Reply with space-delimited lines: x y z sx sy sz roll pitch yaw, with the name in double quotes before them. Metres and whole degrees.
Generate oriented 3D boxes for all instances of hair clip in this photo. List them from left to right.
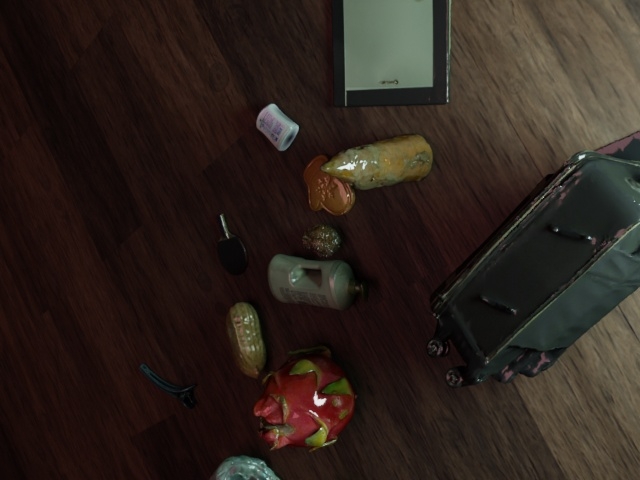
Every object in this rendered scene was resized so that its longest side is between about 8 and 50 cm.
"hair clip" -0.442 0.409 1.863 0.229 0.039 0.070 14 110 34

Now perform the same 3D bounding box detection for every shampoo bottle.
"shampoo bottle" -0.101 -0.257 1.462 0.099 0.043 0.072 45 122 20
"shampoo bottle" 0.001 0.094 1.439 0.234 0.087 0.118 4 120 35

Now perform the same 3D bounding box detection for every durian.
"durian" 0.000 0.000 1.422 0.080 0.091 0.080 -12 74 50

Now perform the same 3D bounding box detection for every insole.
"insole" 0.505 -0.133 1.080 0.232 0.003 0.080 -36 80 35

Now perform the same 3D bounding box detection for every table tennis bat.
"table tennis bat" -0.228 0.011 1.633 0.095 0.014 0.158 -15 93 38

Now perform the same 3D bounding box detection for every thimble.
"thimble" -0.193 0.664 1.662 0.210 0.185 0.149 27 123 -10

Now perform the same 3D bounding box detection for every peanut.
"peanut" -0.185 0.247 1.612 0.093 0.083 0.194 -5 98 37

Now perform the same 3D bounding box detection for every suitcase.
"suitcase" 0.380 0.051 1.047 0.434 0.283 0.194 -52 53 34

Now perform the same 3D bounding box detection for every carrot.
"carrot" 0.097 -0.145 1.215 0.101 0.263 0.102 12 107 45

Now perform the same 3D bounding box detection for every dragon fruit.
"dragon fruit" -0.035 0.356 1.451 0.224 0.227 0.224 2 93 35

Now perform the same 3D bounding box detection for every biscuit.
"biscuit" 0.012 -0.110 1.427 0.140 0.023 0.118 47 122 17

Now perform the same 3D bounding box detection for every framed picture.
"framed picture" 0.130 -0.436 1.273 0.264 0.016 0.348 5 103 34
